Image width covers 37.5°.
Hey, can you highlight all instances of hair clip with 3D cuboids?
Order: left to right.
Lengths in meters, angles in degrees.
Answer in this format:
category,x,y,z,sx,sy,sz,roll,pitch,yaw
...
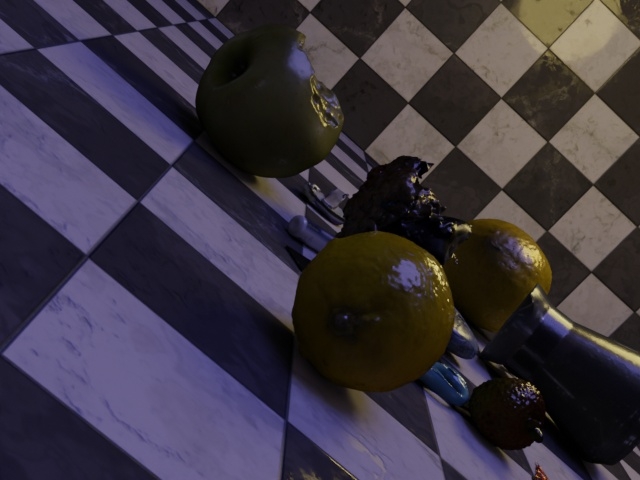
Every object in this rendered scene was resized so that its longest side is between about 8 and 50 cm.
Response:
category,x,y,z,sx,sy,sz,roll,pitch,yaw
hair clip,0.018,-0.082,1.989,0.116,0.049,0.172,39,13,3

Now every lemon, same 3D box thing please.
category,x,y,z,sx,sy,sz,roll,pitch,yaw
lemon,0.063,0.084,1.120,0.192,0.192,0.231,46,11,14
lemon,0.398,0.077,2.212,0.310,0.253,0.253,44,10,26

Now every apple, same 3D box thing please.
category,x,y,z,sx,sy,sz,roll,pitch,yaw
apple,-0.089,-0.241,1.697,0.279,0.279,0.279,41,11,-10

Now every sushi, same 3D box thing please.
category,x,y,z,sx,sy,sz,roll,pitch,yaw
sushi,0.135,-0.029,1.710,0.218,0.238,0.225,61,17,-3

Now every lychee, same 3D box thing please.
category,x,y,z,sx,sy,sz,roll,pitch,yaw
lychee,0.291,0.267,1.455,0.114,0.114,0.146,36,-7,-32

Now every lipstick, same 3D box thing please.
category,x,y,z,sx,sy,sz,roll,pitch,yaw
lipstick,0.000,0.000,1.623,0.141,0.040,0.040,33,15,-42

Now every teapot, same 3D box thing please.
category,x,y,z,sx,sy,sz,roll,pitch,yaw
teapot,0.518,0.278,1.956,0.344,0.253,0.300,40,-23,12

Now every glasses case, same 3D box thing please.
category,x,y,z,sx,sy,sz,roll,pitch,yaw
glasses case,0.216,0.129,1.825,0.109,0.067,0.282,38,13,-36

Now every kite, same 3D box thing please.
category,x,y,z,sx,sy,sz,roll,pitch,yaw
kite,0.371,0.410,1.467,0.125,0.008,0.222,48,12,12

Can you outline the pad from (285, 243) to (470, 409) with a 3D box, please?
category,x,y,z,sx,sy,sz,roll,pitch,yaw
pad,0.108,0.151,1.523,0.367,0.007,0.247,34,14,-42

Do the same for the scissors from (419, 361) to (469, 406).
category,x,y,z,sx,sy,sz,roll,pitch,yaw
scissors,0.110,0.157,1.402,0.180,0.032,0.393,50,13,34
